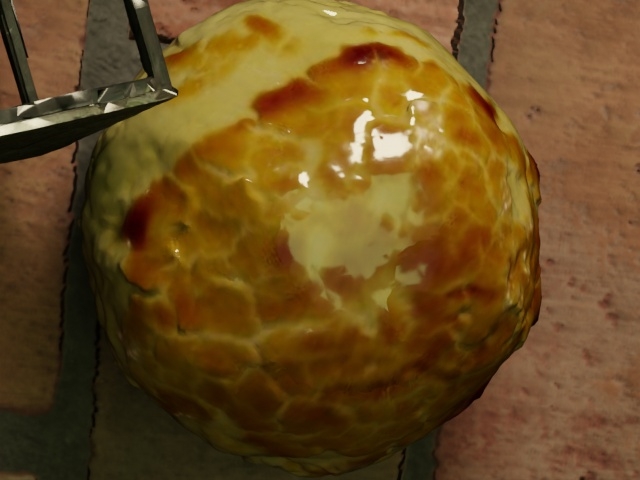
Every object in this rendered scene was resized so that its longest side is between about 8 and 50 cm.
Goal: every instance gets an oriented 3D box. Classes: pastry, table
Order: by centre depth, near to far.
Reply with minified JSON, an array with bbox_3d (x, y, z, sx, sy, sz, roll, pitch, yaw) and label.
[{"bbox_3d":[-0.326,-0.177,1.345,0.335,0.222,0.272,-16,91,-34],"label":"table"},{"bbox_3d":[0.000,0.000,1.502,0.388,0.312,0.388,-1,94,-17],"label":"pastry"}]
